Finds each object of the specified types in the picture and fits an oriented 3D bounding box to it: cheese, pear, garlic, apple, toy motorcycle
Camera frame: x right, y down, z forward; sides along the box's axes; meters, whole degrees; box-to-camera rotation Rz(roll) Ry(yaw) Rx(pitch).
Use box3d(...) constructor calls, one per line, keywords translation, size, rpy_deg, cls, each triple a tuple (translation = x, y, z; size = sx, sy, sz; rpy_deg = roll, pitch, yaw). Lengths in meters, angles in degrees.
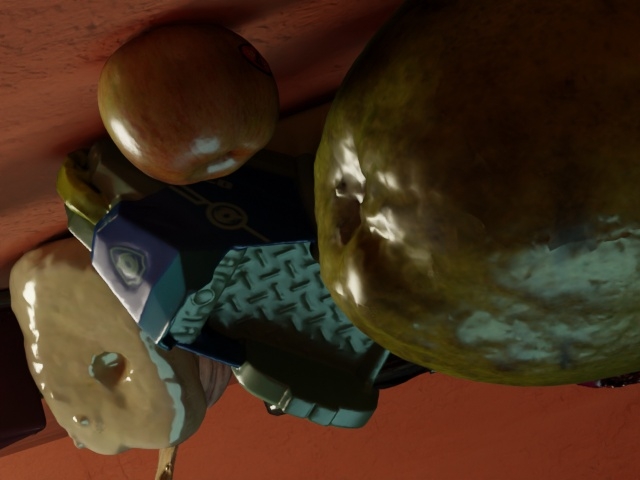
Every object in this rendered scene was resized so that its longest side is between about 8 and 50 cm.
box3d(translation=(-0.223, 0.061, 1.703), size=(0.174, 0.251, 0.248), rpy_deg=(-8, 137, 14), cls="cheese")
box3d(translation=(0.188, -0.067, 1.189), size=(0.413, 0.352, 0.352), rpy_deg=(-14, 170, -24), cls="pear")
box3d(translation=(-0.242, 0.250, 2.435), size=(0.245, 0.253, 0.245), rpy_deg=(-10, 170, -2), cls="garlic")
box3d(translation=(-0.095, -0.095, 1.137), size=(0.126, 0.102, 0.126), rpy_deg=(-18, 170, -3), cls="apple")
box3d(translation=(-0.064, 0.028, 1.331), size=(0.326, 0.200, 0.191), rpy_deg=(19, 121, -20), cls="toy motorcycle")

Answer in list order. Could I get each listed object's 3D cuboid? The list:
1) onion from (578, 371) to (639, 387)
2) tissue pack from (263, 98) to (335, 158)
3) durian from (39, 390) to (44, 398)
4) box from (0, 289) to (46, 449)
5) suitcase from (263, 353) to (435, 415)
box3d(translation=(0.423, 0.011, 2.342), size=(0.348, 0.348, 0.385), rpy_deg=(-13, 132, -31), cls="onion")
box3d(translation=(-0.032, -0.040, 1.514), size=(0.234, 0.125, 0.159), rpy_deg=(-20, 169, 8), cls="tissue pack")
box3d(translation=(-0.525, 0.185, 2.039), size=(0.394, 0.163, 0.198), rpy_deg=(-15, -150, 2), cls="durian")
box3d(translation=(-0.458, 0.172, 1.782), size=(0.193, 0.167, 0.294), rpy_deg=(-25, 169, 41), cls="box")
box3d(translation=(0.052, 0.085, 2.090), size=(0.335, 0.229, 0.152), rpy_deg=(-11, 168, -42), cls="suitcase")
